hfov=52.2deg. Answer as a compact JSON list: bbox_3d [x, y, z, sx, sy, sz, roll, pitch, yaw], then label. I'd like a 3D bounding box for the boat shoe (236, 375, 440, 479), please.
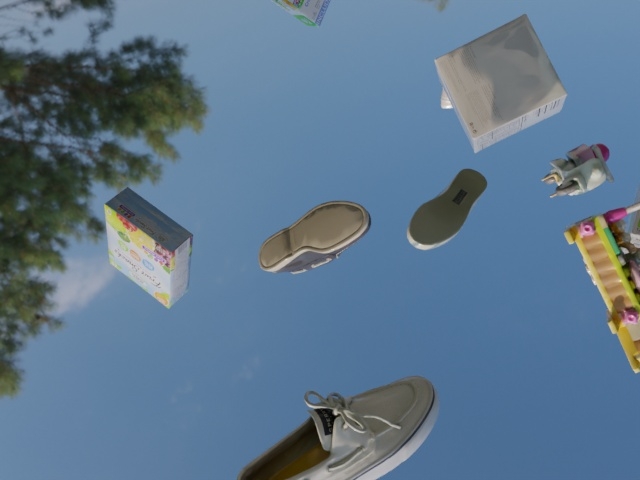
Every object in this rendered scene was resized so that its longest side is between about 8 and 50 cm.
[{"bbox_3d":[0.023,0.307,1.055,0.367,0.156,0.136,-30,-148,-8],"label":"boat shoe"}]

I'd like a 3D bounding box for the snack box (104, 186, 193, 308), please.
[{"bbox_3d":[-0.349,0.019,1.329,0.174,0.207,0.070,34,-126,13],"label":"snack box"}]

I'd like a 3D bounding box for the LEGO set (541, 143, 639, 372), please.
[{"bbox_3d":[0.306,0.042,0.575,0.107,0.287,0.132,-26,-161,23],"label":"LEGO set"}]

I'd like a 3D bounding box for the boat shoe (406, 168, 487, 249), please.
[{"bbox_3d":[0.224,-0.042,1.174,0.079,0.081,0.227,37,-127,14],"label":"boat shoe"}]

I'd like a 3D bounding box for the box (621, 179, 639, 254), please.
[{"bbox_3d":[0.610,-0.045,1.150,0.114,0.103,0.203,20,-118,19],"label":"box"}]

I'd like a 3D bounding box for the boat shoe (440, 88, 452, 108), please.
[{"bbox_3d":[0.469,-0.384,1.822,0.277,0.096,0.098,9,-159,-2],"label":"boat shoe"}]

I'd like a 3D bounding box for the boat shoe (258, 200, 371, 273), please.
[{"bbox_3d":[0.000,0.000,0.952,0.206,0.065,0.075,-24,-120,36],"label":"boat shoe"}]

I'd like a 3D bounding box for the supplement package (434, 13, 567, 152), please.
[{"bbox_3d":[0.380,-0.327,1.391,0.203,0.149,0.194,-25,-100,12],"label":"supplement package"}]

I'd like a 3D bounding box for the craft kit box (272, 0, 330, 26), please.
[{"bbox_3d":[-0.052,-0.634,1.412,0.061,0.246,0.250,27,-86,44],"label":"craft kit box"}]
